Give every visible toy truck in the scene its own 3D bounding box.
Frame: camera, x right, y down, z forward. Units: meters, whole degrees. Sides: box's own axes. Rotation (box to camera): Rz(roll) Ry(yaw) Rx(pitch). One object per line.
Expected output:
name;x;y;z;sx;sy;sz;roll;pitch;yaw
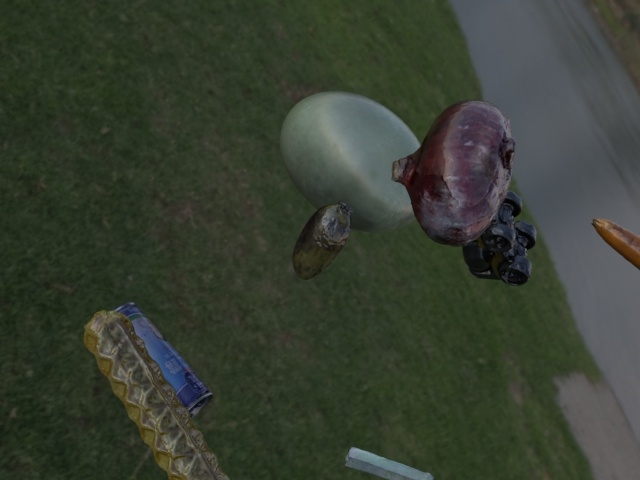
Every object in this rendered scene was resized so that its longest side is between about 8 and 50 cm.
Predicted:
toy truck;0.387;-0.001;1.848;0.224;0.165;0.147;55;42;-38

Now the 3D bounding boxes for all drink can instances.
drink can;-0.307;0.226;1.495;0.235;0.097;0.097;47;23;14

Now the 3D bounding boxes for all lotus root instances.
lotus root;0.000;0.000;1.519;0.081;0.179;0.089;33;23;-6

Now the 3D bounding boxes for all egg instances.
egg;0.071;-0.164;1.693;0.352;0.258;0.258;36;21;17

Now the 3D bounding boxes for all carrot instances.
carrot;0.508;0.046;1.162;0.271;0.066;0.062;24;-9;-5

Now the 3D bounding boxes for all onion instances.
onion;0.167;-0.099;0.999;0.098;0.151;0.205;94;6;-62

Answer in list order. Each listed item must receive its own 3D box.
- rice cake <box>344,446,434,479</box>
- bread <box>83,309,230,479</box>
rice cake;0.154;0.522;1.851;0.043;0.211;0.034;-37;133;-52
bread;-0.251;0.267;1.258;0.084;0.077;0.367;-31;83;-30
